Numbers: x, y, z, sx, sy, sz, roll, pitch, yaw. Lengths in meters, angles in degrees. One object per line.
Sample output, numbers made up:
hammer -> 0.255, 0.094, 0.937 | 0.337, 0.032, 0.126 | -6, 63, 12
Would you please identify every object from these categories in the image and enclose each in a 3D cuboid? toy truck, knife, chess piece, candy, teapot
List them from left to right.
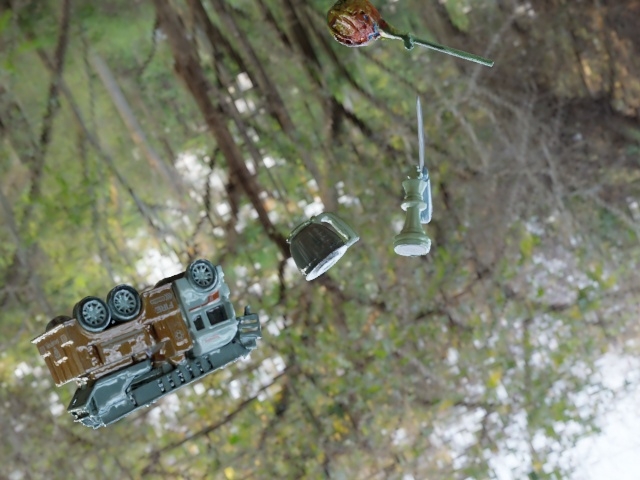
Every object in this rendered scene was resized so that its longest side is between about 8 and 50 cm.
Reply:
toy truck -> -0.252, 0.152, 1.788 | 0.338, 0.184, 0.133 | -20, 176, -39
teapot -> -0.006, 0.006, 2.024 | 0.092, 0.091, 0.124 | -45, 168, 28
candy -> 0.104, -0.234, 1.344 | 0.201, 0.060, 0.060 | 18, -155, 5
chess piece -> 0.149, -0.052, 1.850 | 0.059, 0.059, 0.149 | -13, -116, 41
knife -> 0.169, -0.139, 1.950 | 0.032, 0.244, 0.058 | 4, -148, 15
